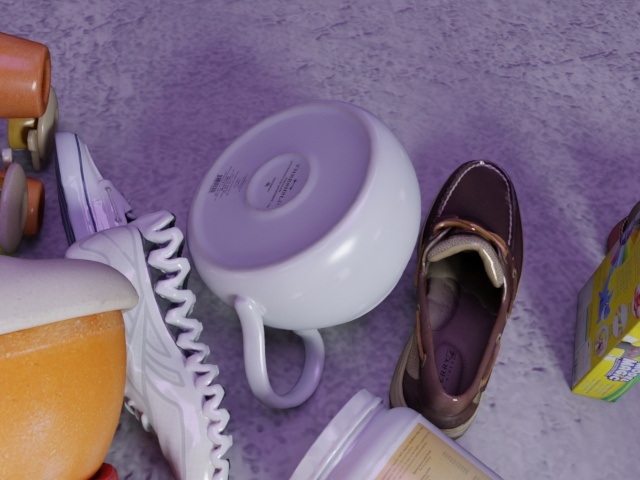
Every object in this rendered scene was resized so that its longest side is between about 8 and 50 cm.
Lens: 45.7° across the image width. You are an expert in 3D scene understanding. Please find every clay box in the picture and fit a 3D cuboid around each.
[{"bbox_3d":[0.310,0.056,0.739,0.053,0.222,0.128,14,58,3],"label":"clay box"}]

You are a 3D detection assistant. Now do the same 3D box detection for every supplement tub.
[{"bbox_3d":[0.081,0.236,0.647,0.199,0.144,0.144,36,61,17],"label":"supplement tub"}]

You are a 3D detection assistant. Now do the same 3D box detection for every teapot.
[{"bbox_3d":[0.000,0.000,0.775,0.256,0.187,0.253,-34,44,4],"label":"teapot"}]

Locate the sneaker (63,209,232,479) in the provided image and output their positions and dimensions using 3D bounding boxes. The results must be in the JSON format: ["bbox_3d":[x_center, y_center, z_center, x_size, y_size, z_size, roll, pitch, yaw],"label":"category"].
[{"bbox_3d":[-0.159,0.115,0.705,0.118,0.110,0.292,-12,67,-20],"label":"sneaker"}]

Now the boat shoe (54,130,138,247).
[{"bbox_3d":[-0.236,-0.018,0.824,0.075,0.083,0.226,-9,71,-24],"label":"boat shoe"}]

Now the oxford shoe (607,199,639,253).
[{"bbox_3d":[0.509,0.025,0.833,0.348,0.130,0.123,13,57,2],"label":"oxford shoe"}]

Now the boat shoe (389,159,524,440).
[{"bbox_3d":[0.157,0.034,0.795,0.123,0.123,0.342,19,58,6],"label":"boat shoe"}]

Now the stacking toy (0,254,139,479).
[{"bbox_3d":[-0.246,0.269,0.510,0.350,0.350,0.480,-15,87,-15],"label":"stacking toy"}]

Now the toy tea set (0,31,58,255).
[{"bbox_3d":[-0.350,-0.061,0.763,0.124,0.200,0.336,6,62,-13],"label":"toy tea set"}]
